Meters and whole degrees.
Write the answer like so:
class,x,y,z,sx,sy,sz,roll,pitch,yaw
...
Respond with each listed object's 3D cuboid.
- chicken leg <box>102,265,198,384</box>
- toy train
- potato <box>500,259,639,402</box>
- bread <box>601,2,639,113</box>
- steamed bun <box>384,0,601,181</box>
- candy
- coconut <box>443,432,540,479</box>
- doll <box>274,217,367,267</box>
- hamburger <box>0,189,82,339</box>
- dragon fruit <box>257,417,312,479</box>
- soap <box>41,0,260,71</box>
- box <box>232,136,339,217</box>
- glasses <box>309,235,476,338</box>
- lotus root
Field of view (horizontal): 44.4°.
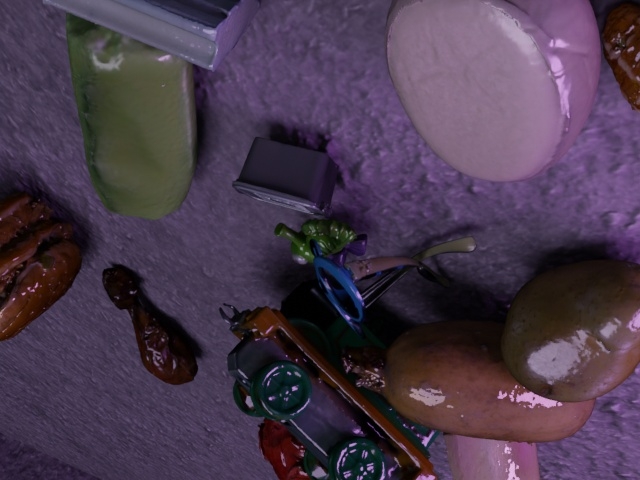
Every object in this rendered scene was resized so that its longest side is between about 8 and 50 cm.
class,x,y,z,sx,sy,sz,roll,pitch,yaw
chicken leg,-0.331,0.169,1.493,0.113,0.093,0.304,11,140,42
toy train,0.037,0.215,1.162,0.429,0.249,0.178,45,162,-3
potato,0.305,0.094,0.899,0.157,0.157,0.194,32,138,-7
bread,0.336,-0.116,0.666,0.233,0.076,0.105,32,147,-10
steamed bun,0.156,-0.158,0.681,0.177,0.130,0.228,16,147,33
candy,-0.225,-0.155,0.962,0.142,0.132,0.343,-13,152,-17
coconut,0.271,0.334,1.245,0.147,0.152,0.147,-9,170,-2
doll,0.000,0.000,1.035,0.115,0.050,0.190,13,166,-16
hamburger,-0.534,0.038,1.341,0.211,0.245,0.260,53,-178,-10
dragon fruit,0.020,0.341,1.346,0.252,0.241,0.241,36,145,-8
soap,-0.170,-0.256,0.790,0.198,0.114,0.063,24,146,6
box,-0.038,-0.077,0.955,0.122,0.069,0.084,16,177,16
glasses,0.091,0.060,0.982,0.207,0.102,0.239,-4,164,4
lotus root,0.195,0.186,1.034,0.343,0.151,0.169,6,157,-8
